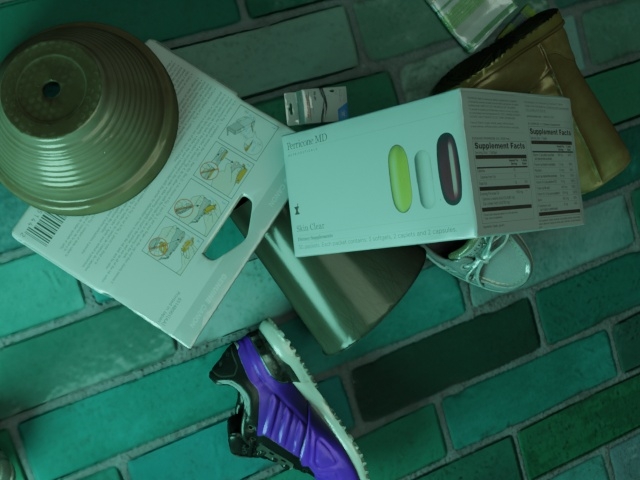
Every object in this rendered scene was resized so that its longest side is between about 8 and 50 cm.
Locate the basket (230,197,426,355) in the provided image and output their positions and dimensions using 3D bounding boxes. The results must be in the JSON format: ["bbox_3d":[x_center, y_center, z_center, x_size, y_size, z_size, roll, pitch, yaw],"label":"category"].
[{"bbox_3d":[0.000,0.000,1.102,0.227,0.154,0.204,48,66,-13],"label":"basket"}]

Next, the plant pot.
[{"bbox_3d":[-0.290,-0.155,0.952,0.237,0.110,0.238,-1,77,3],"label":"plant pot"}]

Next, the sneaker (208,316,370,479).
[{"bbox_3d":[-0.051,0.261,1.130,0.146,0.102,0.293,-33,99,-11],"label":"sneaker"}]

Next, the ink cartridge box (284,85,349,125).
[{"bbox_3d":[-0.005,-0.186,1.148,0.083,0.028,0.048,-8,96,-19],"label":"ink cartridge box"}]

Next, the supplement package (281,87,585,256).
[{"bbox_3d":[0.120,-0.069,0.927,0.204,0.261,0.145,-5,88,-43],"label":"supplement package"}]

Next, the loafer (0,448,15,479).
[{"bbox_3d":[-0.500,0.356,0.971,0.111,0.112,0.319,39,79,18],"label":"loafer"}]

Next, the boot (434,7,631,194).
[{"bbox_3d":[0.326,-0.175,1.242,0.236,0.089,0.270,-33,109,-6],"label":"boot"}]

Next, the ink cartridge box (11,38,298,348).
[{"bbox_3d":[-0.184,-0.057,1.022,0.261,0.066,0.296,33,82,4],"label":"ink cartridge box"}]

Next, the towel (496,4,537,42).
[{"bbox_3d":[0.309,-0.312,1.267,0.060,0.009,0.083,43,78,-17],"label":"towel"}]

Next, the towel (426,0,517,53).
[{"bbox_3d":[0.212,-0.368,1.220,0.113,0.023,0.152,-46,107,-13],"label":"towel"}]

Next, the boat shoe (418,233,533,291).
[{"bbox_3d":[0.177,-0.023,1.169,0.320,0.103,0.118,40,105,-16],"label":"boat shoe"}]
